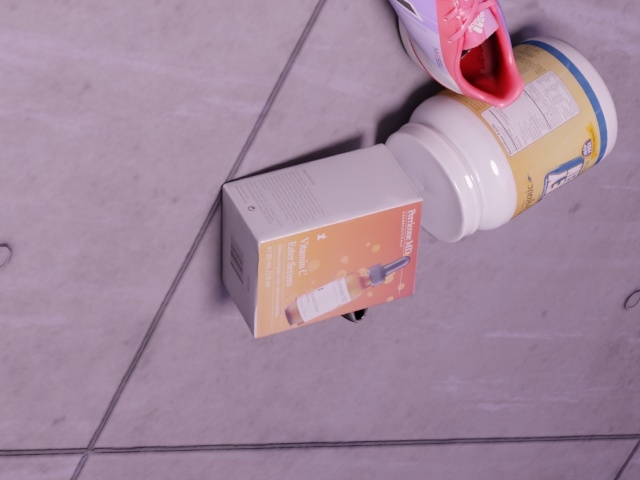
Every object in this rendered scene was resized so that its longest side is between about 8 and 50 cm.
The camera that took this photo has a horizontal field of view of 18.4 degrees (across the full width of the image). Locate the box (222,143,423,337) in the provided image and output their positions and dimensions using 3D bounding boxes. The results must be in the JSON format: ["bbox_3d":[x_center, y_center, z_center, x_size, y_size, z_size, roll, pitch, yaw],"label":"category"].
[{"bbox_3d":[0.000,0.000,1.882,0.170,0.091,0.130,-15,135,-18],"label":"box"}]

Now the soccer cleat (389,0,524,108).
[{"bbox_3d":[0.105,-0.235,1.764,0.108,0.116,0.318,-42,145,-6],"label":"soccer cleat"}]

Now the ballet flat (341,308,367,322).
[{"bbox_3d":[0.059,0.004,2.006,0.057,0.049,0.173,1,120,-43],"label":"ballet flat"}]

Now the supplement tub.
[{"bbox_3d":[0.177,-0.099,1.939,0.200,0.144,0.144,-32,142,-23],"label":"supplement tub"}]
